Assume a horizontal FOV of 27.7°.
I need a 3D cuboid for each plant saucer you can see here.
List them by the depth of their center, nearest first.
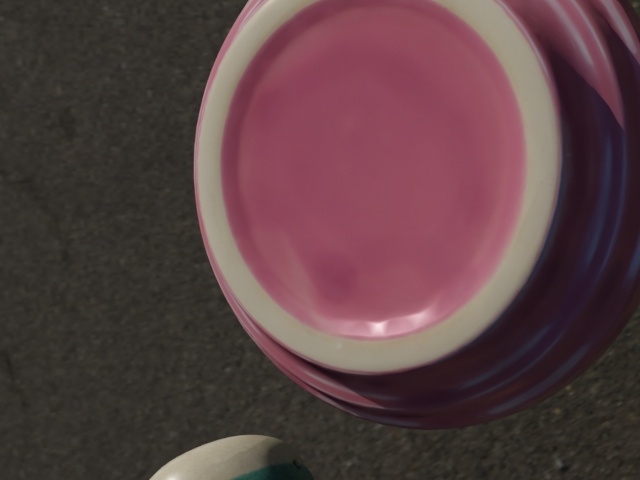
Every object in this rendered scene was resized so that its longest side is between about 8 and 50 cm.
[{"bbox_3d":[0.046,-0.046,0.798,0.332,0.084,0.332,1,92,31],"label":"plant saucer"}]

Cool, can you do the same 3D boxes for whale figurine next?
[{"bbox_3d":[-0.116,0.291,1.153,0.272,0.216,0.141,-37,65,9],"label":"whale figurine"}]
